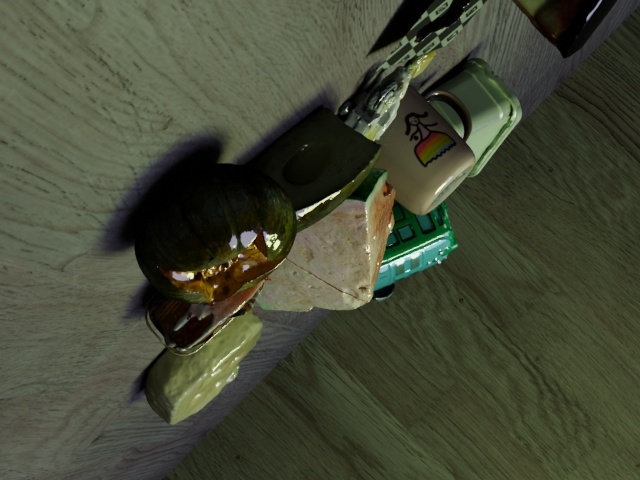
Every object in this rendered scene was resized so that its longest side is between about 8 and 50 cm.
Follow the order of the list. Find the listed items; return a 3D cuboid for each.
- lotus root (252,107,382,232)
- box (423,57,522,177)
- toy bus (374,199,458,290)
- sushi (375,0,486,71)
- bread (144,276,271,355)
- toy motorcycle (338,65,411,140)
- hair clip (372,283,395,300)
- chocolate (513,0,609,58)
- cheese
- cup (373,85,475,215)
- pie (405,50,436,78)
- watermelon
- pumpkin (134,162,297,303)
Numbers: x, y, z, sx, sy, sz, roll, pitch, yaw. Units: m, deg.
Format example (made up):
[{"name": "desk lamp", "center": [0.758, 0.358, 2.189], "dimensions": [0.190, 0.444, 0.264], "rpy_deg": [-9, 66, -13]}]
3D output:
[{"name": "lotus root", "center": [-0.036, -0.085, 1.746], "dimensions": [0.314, 0.142, 0.210], "rpy_deg": [-42, 171, -11]}, {"name": "box", "center": [0.284, -0.240, 2.375], "dimensions": [0.182, 0.175, 0.312], "rpy_deg": [-30, 165, -27]}, {"name": "toy bus", "center": [0.121, -0.003, 2.286], "dimensions": [0.344, 0.199, 0.183], "rpy_deg": [-23, 158, -7]}, {"name": "sushi", "center": [0.198, -0.386, 1.741], "dimensions": [0.231, 0.047, 0.219], "rpy_deg": [-28, 166, -47]}, {"name": "bread", "center": [-0.199, 0.090, 1.848], "dimensions": [0.224, 0.142, 0.212], "rpy_deg": [-42, -176, -18]}, {"name": "toy motorcycle", "center": [0.091, -0.221, 1.905], "dimensions": [0.151, 0.074, 0.228], "rpy_deg": [-39, 167, -46]}, {"name": "hair clip", "center": [0.150, 0.036, 2.907], "dimensions": [0.310, 0.194, 0.206], "rpy_deg": [-34, 159, -44]}, {"name": "chocolate", "center": [0.463, -0.497, 1.958], "dimensions": [0.283, 0.186, 0.283], "rpy_deg": [-51, 168, -15]}, {"name": "cheese", "center": [-0.252, 0.265, 2.378], "dimensions": [0.326, 0.115, 0.318], "rpy_deg": [-47, 170, 17]}, {"name": "cup", "center": [0.209, -0.190, 2.137], "dimensions": [0.253, 0.200, 0.191], "rpy_deg": [-41, 170, -22]}, {"name": "pie", "center": [0.185, -0.332, 1.983], "dimensions": [0.084, 0.020, 0.084], "rpy_deg": [-43, 172, -7]}, {"name": "watermelon", "center": [0.004, -0.033, 2.008], "dimensions": [0.319, 0.292, 0.222], "rpy_deg": [71, 32, -43]}, {"name": "pumpkin", "center": [-0.149, -0.013, 1.515], "dimensions": [0.238, 0.159, 0.238], "rpy_deg": [-22, 161, -8]}]
